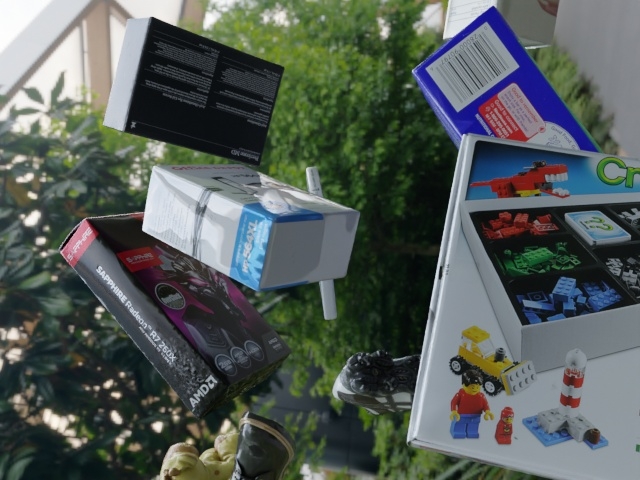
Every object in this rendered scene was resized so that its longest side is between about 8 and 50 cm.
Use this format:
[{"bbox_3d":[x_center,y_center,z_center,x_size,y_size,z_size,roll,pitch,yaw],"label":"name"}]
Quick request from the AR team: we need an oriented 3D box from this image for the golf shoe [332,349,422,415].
[{"bbox_3d":[0.108,0.198,0.969,0.094,0.198,0.077,-49,33,47],"label":"golf shoe"}]

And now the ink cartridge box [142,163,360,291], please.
[{"bbox_3d":[-0.082,-0.022,0.819,0.148,0.203,0.086,-8,-64,-50],"label":"ink cartridge box"}]

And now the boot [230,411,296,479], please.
[{"bbox_3d":[-0.092,0.315,0.898,0.198,0.076,0.137,88,-154,-49],"label":"boot"}]

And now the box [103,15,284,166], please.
[{"bbox_3d":[-0.210,-0.245,1.212,0.261,0.103,0.185,12,-87,-39],"label":"box"}]

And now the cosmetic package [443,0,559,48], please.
[{"bbox_3d":[0.311,-0.471,1.165,0.153,0.129,0.296,-153,70,-65],"label":"cosmetic package"}]

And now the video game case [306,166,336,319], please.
[{"bbox_3d":[0.000,0.000,1.111,0.173,0.022,0.191,-101,5,-67],"label":"video game case"}]

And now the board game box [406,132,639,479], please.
[{"bbox_3d":[0.217,0.055,0.411,0.053,0.305,0.193,70,-148,-70],"label":"board game box"}]

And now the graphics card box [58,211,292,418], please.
[{"bbox_3d":[-0.240,0.108,1.222,0.094,0.371,0.232,-46,-13,20],"label":"graphics card box"}]

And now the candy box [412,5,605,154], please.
[{"bbox_3d":[0.244,-0.127,0.909,0.268,0.122,0.317,54,-169,1],"label":"candy box"}]

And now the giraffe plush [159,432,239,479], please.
[{"bbox_3d":[-0.230,0.447,1.336,0.210,0.170,0.182,16,81,60],"label":"giraffe plush"}]
